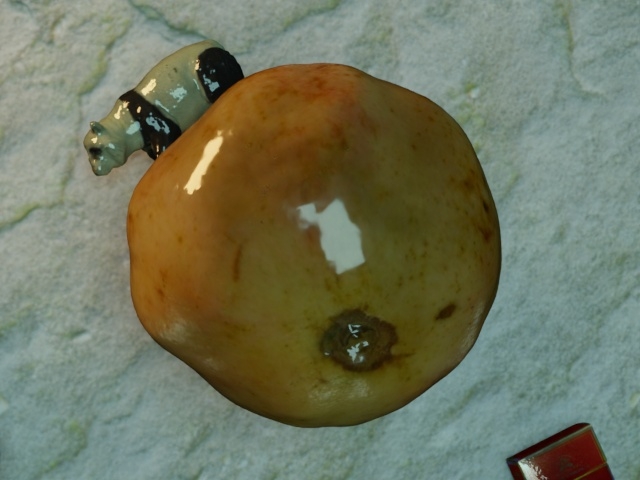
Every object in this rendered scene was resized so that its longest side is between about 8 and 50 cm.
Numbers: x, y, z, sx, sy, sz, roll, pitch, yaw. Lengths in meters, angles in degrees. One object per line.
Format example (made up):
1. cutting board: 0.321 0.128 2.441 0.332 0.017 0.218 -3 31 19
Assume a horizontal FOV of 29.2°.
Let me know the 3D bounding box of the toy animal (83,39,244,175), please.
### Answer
1. toy animal: -0.174 -0.144 1.431 0.225 0.094 0.121 -38 92 -12

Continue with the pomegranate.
1. pomegranate: 0.000 0.000 1.330 0.412 0.411 0.411 1 85 -13

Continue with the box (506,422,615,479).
1. box: 0.318 0.329 1.527 0.112 0.048 0.175 -24 91 -13
